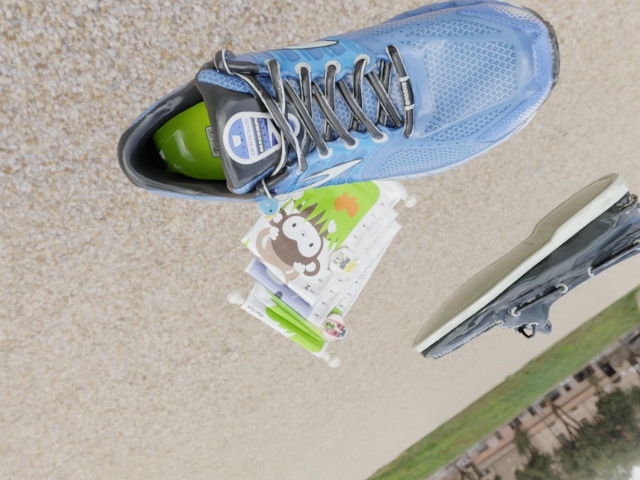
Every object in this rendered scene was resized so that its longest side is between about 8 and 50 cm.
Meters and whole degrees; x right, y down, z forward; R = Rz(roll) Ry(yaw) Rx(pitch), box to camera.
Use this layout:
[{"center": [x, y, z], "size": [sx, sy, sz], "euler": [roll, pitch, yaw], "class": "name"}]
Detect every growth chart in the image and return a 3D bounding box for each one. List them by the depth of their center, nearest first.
[{"center": [0.000, 0.000, 0.545], "size": [0.237, 0.171, 0.021], "euler": [-62, -168, -4], "class": "growth chart"}]

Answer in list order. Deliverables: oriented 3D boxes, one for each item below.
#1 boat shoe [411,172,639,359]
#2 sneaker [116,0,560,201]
[{"center": [0.273, 0.067, 0.636], "size": [0.340, 0.113, 0.127], "euler": [-44, 178, 12], "class": "boat shoe"}, {"center": [-0.005, -0.081, 0.355], "size": [0.329, 0.130, 0.147], "euler": [-10, -163, 23], "class": "sneaker"}]
